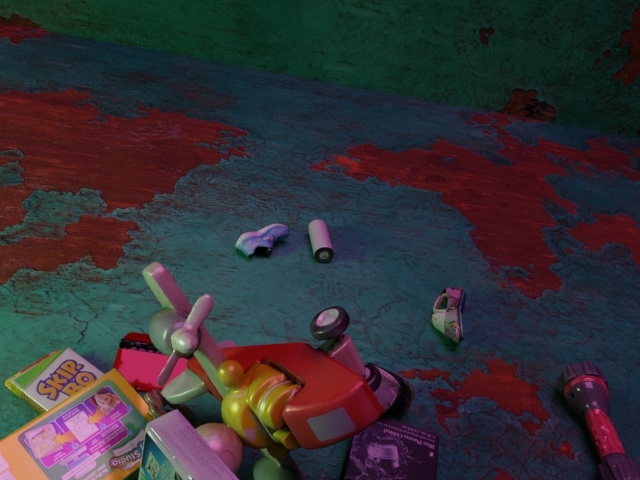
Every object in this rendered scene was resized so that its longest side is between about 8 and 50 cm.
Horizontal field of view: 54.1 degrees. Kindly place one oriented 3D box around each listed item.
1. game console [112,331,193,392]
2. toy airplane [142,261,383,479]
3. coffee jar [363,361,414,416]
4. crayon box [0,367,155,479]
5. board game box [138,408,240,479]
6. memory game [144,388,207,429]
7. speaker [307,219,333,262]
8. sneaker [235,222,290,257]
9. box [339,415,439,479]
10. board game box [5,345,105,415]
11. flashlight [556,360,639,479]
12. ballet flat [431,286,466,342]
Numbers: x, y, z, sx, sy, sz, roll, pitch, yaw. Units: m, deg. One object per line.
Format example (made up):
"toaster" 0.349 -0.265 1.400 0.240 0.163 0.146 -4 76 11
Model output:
"game console" -0.329 0.244 1.246 0.144 0.085 0.124 11 2 -6
"toy airplane" -0.128 0.244 0.952 0.386 0.384 0.272 31 48 10
"coffee jar" 0.123 0.291 1.211 0.096 0.079 0.184 28 -6 25
"crayon box" -0.383 0.343 0.966 0.165 0.081 0.278 43 44 16
"board game box" -0.169 0.393 0.813 0.053 0.305 0.193 -19 46 -43
"memory game" -0.226 0.317 1.061 0.012 0.186 0.186 -47 55 -4
"speaker" 0.000 0.000 1.700 0.055 0.055 0.136 5 34 -14
"sneaker" -0.143 0.009 1.645 0.162 0.063 0.073 -22 65 -37
"box" 0.119 0.404 1.104 0.156 0.093 0.158 17 34 4
"board game box" -0.436 0.283 1.129 0.259 0.039 0.124 26 35 22
"flashlight" 0.578 0.387 1.293 0.103 0.103 0.304 13 32 -4
"ballet flat" 0.317 0.181 1.544 0.079 0.077 0.221 1 25 14
